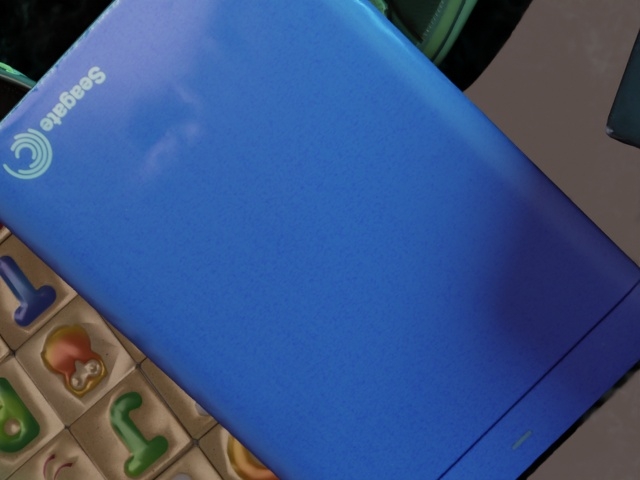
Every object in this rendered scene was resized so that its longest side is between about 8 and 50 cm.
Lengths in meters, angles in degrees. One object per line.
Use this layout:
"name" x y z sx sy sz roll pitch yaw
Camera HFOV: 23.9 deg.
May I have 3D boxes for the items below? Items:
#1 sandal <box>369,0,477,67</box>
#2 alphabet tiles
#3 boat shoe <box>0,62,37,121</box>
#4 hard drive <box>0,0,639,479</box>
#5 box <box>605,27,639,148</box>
"sandal" 0.101 -0.217 0.817 0.120 0.086 0.302 49 117 37
"alphabet tiles" -0.168 0.129 0.891 0.285 0.011 0.342 -41 76 8
"boat shoe" -0.139 -0.034 0.857 0.228 0.069 0.081 31 93 16
"hard drive" 0.000 0.000 0.782 0.319 0.040 0.210 44 97 -7
"box" 0.335 -0.160 0.642 0.313 0.179 0.343 22 111 17
